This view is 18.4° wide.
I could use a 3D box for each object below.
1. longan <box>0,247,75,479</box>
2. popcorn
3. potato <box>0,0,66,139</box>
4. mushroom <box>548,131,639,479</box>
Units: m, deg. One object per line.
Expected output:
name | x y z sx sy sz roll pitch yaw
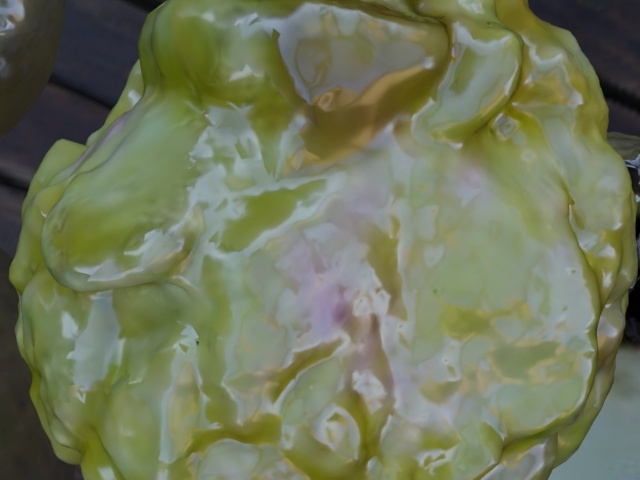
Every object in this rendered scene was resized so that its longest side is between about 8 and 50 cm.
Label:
longan | -0.354 0.138 1.510 0.361 0.361 0.360 1 87 -10
popcorn | 0.000 0.000 0.712 0.259 0.212 0.259 -3 95 -30
potato | -0.321 -0.232 1.637 0.221 0.243 0.326 -3 87 -23
mushroom | 0.186 0.028 1.075 0.212 0.292 0.217 -33 94 -24
